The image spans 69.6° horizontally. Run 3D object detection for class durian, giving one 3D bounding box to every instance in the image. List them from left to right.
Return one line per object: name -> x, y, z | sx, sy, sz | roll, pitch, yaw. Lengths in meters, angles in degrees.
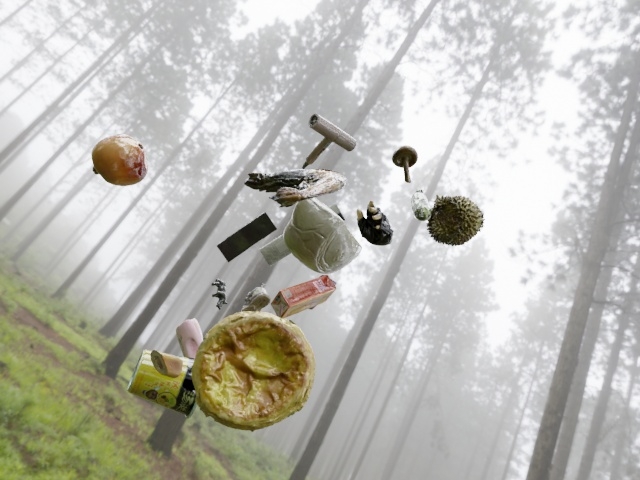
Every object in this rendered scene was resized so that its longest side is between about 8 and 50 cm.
durian -> 0.629, -0.098, 2.180 | 0.258, 0.258, 0.293 | 47, -15, -32

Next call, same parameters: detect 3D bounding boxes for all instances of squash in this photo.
squash -> 0.377, -0.123, 1.735 | 0.080, 0.318, 0.071 | 43, -69, -6

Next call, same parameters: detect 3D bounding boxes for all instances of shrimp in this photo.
shrimp -> -0.086, -0.132, 1.146 | 0.290, 0.222, 0.054 | 4, -65, 23

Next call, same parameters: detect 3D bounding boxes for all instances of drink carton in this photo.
drink carton -> -0.057, 0.196, 1.615 | 0.071, 0.222, 0.096 | 56, -45, 21

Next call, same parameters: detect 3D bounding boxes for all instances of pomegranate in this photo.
pomegranate -> -0.760, -0.304, 1.761 | 0.209, 0.209, 0.209 | 24, -25, 12

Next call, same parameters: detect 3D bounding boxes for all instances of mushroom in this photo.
mushroom -> 0.288, -0.260, 1.562 | 0.088, 0.073, 0.130 | -6, -73, 6

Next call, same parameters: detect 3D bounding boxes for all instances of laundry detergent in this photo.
laundry detergent -> -0.514, 0.504, 1.939 | 0.159, 0.087, 0.335 | -47, -118, 43

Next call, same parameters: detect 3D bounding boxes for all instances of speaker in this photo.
speaker -> -0.272, -0.013, 1.703 | 0.082, 0.218, 0.044 | 55, -7, -11

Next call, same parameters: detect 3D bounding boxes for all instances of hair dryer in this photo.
hair dryer -> -0.019, -0.332, 1.610 | 0.220, 0.054, 0.195 | -28, -35, 34

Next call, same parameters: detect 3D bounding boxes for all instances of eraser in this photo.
eraser -> -0.082, -0.026, 2.088 | 0.098, 0.403, 0.096 | 58, 2, -4

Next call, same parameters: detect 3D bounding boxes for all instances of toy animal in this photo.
toy animal -> -0.437, 0.237, 2.009 | 0.047, 0.136, 0.065 | -25, -30, 31

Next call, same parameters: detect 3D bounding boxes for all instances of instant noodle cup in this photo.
instant noodle cup -> -0.534, 0.487, 1.618 | 0.236, 0.216, 0.215 | 24, -22, -17

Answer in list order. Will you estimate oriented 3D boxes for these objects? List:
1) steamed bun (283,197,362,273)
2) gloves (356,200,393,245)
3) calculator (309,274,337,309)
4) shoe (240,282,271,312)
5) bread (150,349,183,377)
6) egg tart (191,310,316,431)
steamed bun -> -0.004, 0.002, 1.786 | 0.247, 0.236, 0.383 | 46, 2, 23
gloves -> 0.231, -0.080, 1.950 | 0.164, 0.124, 0.203 | 11, -57, 18
calculator -> -0.013, 0.252, 2.193 | 0.126, 0.190, 0.034 | 36, 10, -49
shoe -> -0.295, 0.268, 2.034 | 0.089, 0.092, 0.180 | 23, -56, -34
bread -> -0.458, 0.367, 1.357 | 0.049, 0.062, 0.103 | -17, -35, 32
egg tart -> -0.182, 0.358, 1.283 | 0.341, 0.341, 0.132 | 28, -18, 4
